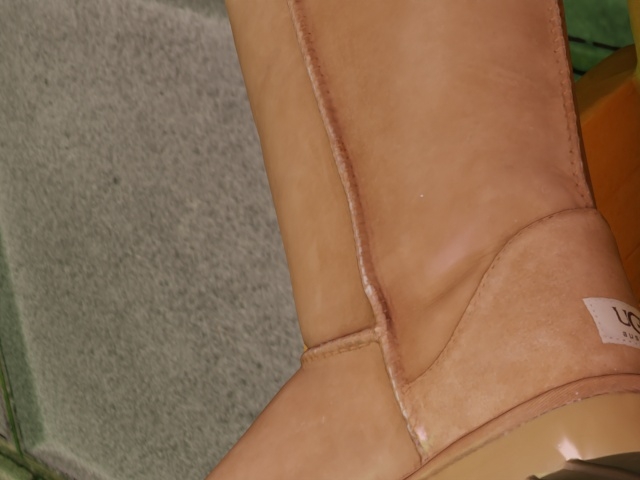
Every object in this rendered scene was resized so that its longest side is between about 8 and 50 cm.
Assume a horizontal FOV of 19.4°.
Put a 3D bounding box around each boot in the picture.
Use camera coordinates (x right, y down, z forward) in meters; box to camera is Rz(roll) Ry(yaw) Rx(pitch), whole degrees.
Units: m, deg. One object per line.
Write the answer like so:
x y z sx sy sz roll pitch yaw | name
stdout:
0.000 0.000 0.616 0.236 0.089 0.269 -30 53 24 | boot

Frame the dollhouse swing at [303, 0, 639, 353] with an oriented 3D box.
0.147 -0.046 0.569 0.347 0.315 0.305 6 128 51 | dollhouse swing
